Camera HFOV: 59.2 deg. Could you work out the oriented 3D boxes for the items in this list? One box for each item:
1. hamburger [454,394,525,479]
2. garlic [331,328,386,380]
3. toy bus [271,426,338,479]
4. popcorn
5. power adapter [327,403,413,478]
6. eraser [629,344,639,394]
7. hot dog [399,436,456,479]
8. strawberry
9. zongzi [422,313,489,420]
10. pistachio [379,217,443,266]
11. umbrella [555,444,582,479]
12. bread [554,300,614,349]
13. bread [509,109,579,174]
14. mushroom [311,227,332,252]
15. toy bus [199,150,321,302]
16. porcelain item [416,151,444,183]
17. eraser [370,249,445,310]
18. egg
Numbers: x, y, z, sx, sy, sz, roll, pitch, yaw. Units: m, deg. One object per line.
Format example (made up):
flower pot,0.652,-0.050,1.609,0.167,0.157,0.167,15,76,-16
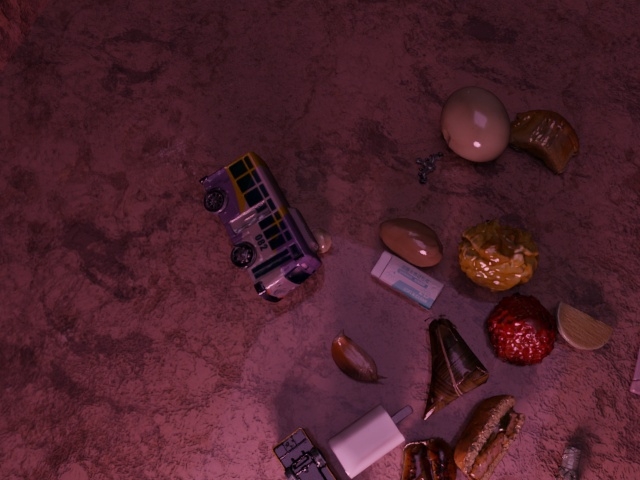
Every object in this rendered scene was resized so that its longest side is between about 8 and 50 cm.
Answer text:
hamburger,0.473,0.557,1.627,0.262,0.131,0.124,-47,109,-16
garlic,0.116,0.370,1.716,0.090,0.129,0.198,-36,69,-24
toy bus,-0.002,0.709,1.616,0.121,0.123,0.336,-35,73,-9
popcorn,0.551,0.037,1.748,0.249,0.249,0.225,21,57,11
power adapter,0.157,0.557,1.621,0.255,0.187,0.124,-32,73,-7
eraser,1.066,0.386,1.670,0.243,0.059,0.205,16,74,14
hot dog,0.308,0.702,1.617,0.162,0.082,0.271,3,73,7
strawberry,0.629,0.255,1.693,0.233,0.178,0.234,1,74,-2
zongzi,0.347,0.377,1.713,0.241,0.111,0.248,-33,67,0
pistachio,0.296,0.001,1.832,0.225,0.136,0.136,28,76,19
umbrella,0.711,0.661,1.613,0.067,0.062,0.144,22,71,-21
bread,0.796,0.278,1.731,0.192,0.036,0.112,26,73,1
bread,0.760,-0.359,1.905,0.251,0.133,0.174,38,80,14
mushroom,0.000,0.000,1.880,0.083,0.084,0.067,38,36,15
toy bus,-0.180,-0.042,1.820,0.249,0.209,0.440,-31,72,5
porcelain item,0.365,-0.266,1.963,0.075,0.021,0.136,33,77,14
eraser,0.280,0.129,1.823,0.225,0.052,0.096,31,79,13
egg,0.518,-0.387,1.889,0.218,0.219,0.270,-17,71,-1
